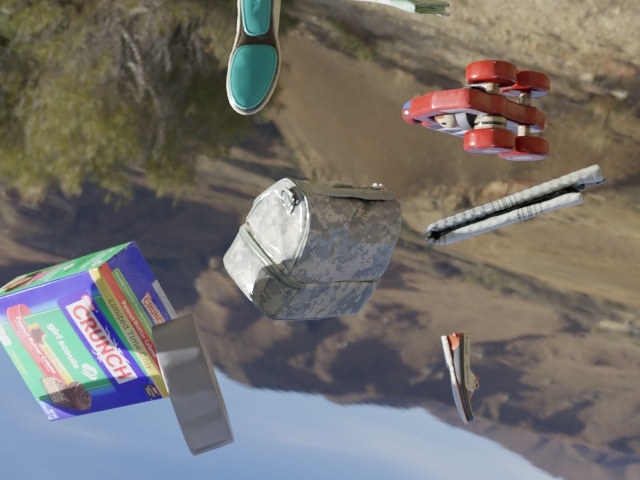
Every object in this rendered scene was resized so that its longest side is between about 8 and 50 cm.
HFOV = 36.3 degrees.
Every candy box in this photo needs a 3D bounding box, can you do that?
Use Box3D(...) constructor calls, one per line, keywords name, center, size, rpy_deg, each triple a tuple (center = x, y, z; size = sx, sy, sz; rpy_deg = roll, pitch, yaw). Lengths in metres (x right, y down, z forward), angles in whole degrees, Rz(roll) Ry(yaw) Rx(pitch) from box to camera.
Box3D(name="candy box", center=(-0.411, 0.168, 1.744), size=(0.317, 0.268, 0.122), rpy_deg=(-16, -161, 31))

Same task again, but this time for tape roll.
Box3D(name="tape roll", center=(-0.204, 0.230, 1.565), size=(0.072, 0.219, 0.219), rpy_deg=(-18, -178, -7))

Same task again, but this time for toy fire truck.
Box3D(name="toy fire truck", center=(0.306, -0.249, 1.950), size=(0.254, 0.169, 0.302), rpy_deg=(-1, 176, 43))

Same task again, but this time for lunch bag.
Box3D(name="lunch bag", center=(0.000, 0.000, 1.928), size=(0.305, 0.256, 0.212), rpy_deg=(3, -142, -45))

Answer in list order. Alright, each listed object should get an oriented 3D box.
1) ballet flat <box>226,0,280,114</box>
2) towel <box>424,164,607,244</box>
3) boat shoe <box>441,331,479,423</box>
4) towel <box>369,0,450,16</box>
Box3D(name="ballet flat", center=(-0.101, -0.313, 1.587), size=(0.086, 0.248, 0.086), rpy_deg=(6, 169, 1))
Box3D(name="towel", center=(0.353, -0.059, 1.777), size=(0.324, 0.056, 0.312), rpy_deg=(-21, 179, 10))
Box3D(name="boat shoe", center=(0.215, 0.204, 1.458), size=(0.043, 0.137, 0.049), rpy_deg=(-10, 163, -3))
Box3D(name="towel", center=(0.077, -0.490, 1.957), size=(0.325, 0.038, 0.248), rpy_deg=(16, -163, 21))
